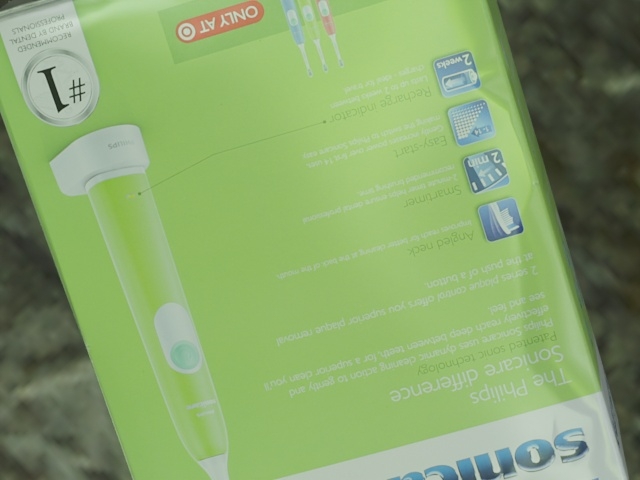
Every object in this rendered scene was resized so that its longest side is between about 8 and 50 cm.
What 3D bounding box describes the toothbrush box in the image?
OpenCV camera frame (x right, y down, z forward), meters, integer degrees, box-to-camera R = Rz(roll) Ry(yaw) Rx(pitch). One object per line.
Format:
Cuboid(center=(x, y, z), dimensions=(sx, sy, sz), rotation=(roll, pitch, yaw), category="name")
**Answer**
Cuboid(center=(0.000, 0.000, 0.873), dimensions=(0.122, 0.206, 0.283), rotation=(-70, -37, -75), category="toothbrush box")
